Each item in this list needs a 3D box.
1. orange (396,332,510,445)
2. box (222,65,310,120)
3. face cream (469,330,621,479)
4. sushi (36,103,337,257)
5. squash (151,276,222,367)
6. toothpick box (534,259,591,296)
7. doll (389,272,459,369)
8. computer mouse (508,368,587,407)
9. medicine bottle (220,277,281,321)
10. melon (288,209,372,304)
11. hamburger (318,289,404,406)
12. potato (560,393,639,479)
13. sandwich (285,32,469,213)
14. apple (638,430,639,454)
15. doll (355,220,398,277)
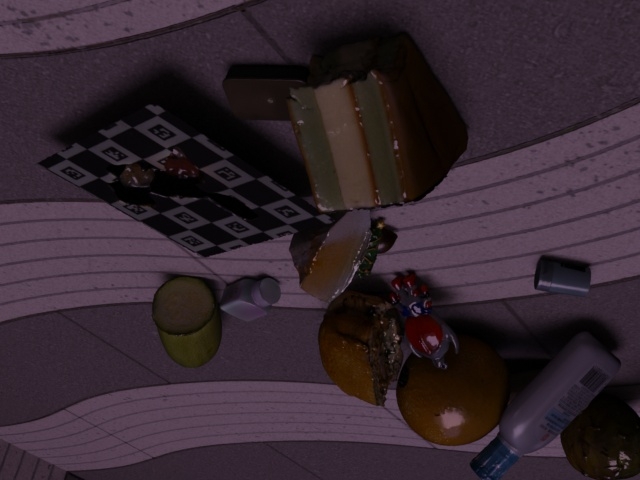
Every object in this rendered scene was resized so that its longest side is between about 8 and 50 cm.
[{"bbox_3d":[0.256,0.288,1.901,0.236,0.236,0.236,9,150,5],"label":"orange"},{"bbox_3d":[-0.067,-0.204,1.359,0.126,0.031,0.091,3,149,15],"label":"box"},{"bbox_3d":[0.413,0.319,1.831,0.337,0.080,0.163,-48,140,8],"label":"face cream"},{"bbox_3d":[-0.209,-0.102,1.556,0.359,0.064,0.343,33,148,-34],"label":"sushi"},{"bbox_3d":[-0.263,0.182,2.003,0.132,0.133,0.247,9,152,6],"label":"squash"},{"bbox_3d":[0.400,0.063,1.627,0.083,0.052,0.052,9,150,2],"label":"toothpick box"},{"bbox_3d":[0.186,0.151,1.778,0.104,0.062,0.195,-21,104,21],"label":"doll"},{"bbox_3d":[0.435,0.316,2.008,0.236,0.082,0.145,-15,149,15],"label":"computer mouse"},{"bbox_3d":[-0.131,0.111,1.900,0.074,0.055,0.118,30,147,-28],"label":"medicine bottle"},{"bbox_3d":[0.000,-0.002,1.608,0.093,0.139,0.203,-2,124,-45],"label":"melon"},{"bbox_3d":[0.073,0.187,1.870,0.156,0.144,0.283,25,148,28],"label":"hamburger"},{"bbox_3d":[0.580,0.407,2.051,0.141,0.176,0.298,22,174,-11],"label":"potato"},{"bbox_3d":[0.081,-0.170,1.297,0.155,0.227,0.198,-5,111,31],"label":"sandwich"},{"bbox_3d":[0.744,0.388,1.831,0.291,0.292,0.254,22,176,-18],"label":"apple"},{"bbox_3d":[0.073,0.015,1.639,0.078,0.077,0.113,28,147,-9],"label":"doll"}]
